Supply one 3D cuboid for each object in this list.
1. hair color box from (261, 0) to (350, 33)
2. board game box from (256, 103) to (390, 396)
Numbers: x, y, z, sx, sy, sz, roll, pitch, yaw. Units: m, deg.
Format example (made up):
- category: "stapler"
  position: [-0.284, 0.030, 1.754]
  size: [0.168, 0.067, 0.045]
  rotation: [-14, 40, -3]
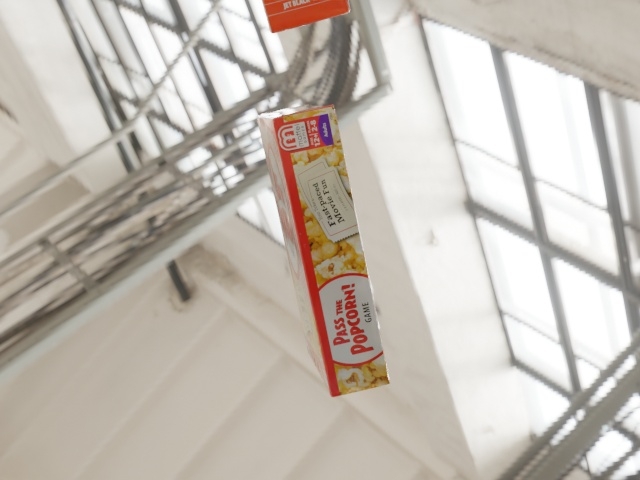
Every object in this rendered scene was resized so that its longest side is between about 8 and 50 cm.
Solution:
- category: "hair color box"
  position: [-0.029, -0.217, 0.685]
  size: [0.053, 0.167, 0.093]
  rotation: [-15, -148, 3]
- category: "board game box"
  position: [0.000, 0.000, 0.858]
  size: [0.045, 0.194, 0.147]
  rotation: [-12, -173, -6]
